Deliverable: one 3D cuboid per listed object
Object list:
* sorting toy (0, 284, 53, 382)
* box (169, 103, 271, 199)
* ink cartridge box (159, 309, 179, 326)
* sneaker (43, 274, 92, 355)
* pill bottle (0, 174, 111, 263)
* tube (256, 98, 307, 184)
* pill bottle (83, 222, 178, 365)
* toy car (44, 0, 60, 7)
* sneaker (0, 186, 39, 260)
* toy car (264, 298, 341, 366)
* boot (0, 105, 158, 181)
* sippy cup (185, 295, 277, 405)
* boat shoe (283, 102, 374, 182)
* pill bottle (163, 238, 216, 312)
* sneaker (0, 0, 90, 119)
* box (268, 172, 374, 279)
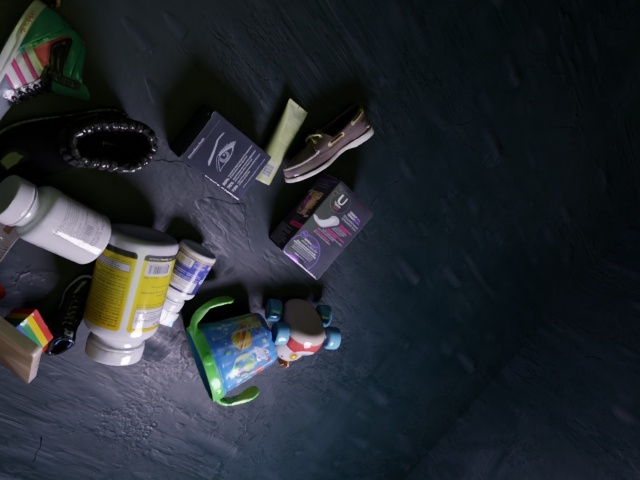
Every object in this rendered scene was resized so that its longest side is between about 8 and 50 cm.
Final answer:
[{"bbox_3d":[-0.725,0.184,1.144,0.257,0.255,0.089,40,50,-6],"label":"sorting toy"},{"bbox_3d":[-0.262,-0.231,1.332,0.153,0.108,0.207,-51,128,0],"label":"box"},{"bbox_3d":[-0.464,0.217,1.478,0.083,0.028,0.048,27,97,-37],"label":"ink cartridge box"},{"bbox_3d":[-0.638,0.204,1.306,0.079,0.121,0.217,30,95,-39],"label":"sneaker"},{"bbox_3d":[-0.602,-0.047,1.134,0.131,0.131,0.229,-51,141,-1],"label":"pill bottle"},{"bbox_3d":[-0.117,-0.275,1.436,0.062,0.070,0.240,28,94,-7],"label":"tube"},{"bbox_3d":[-0.495,0.138,1.301,0.187,0.188,0.334,11,100,-35],"label":"pill bottle"},{"bbox_3d":[-0.556,-0.545,1.035,0.040,0.060,0.122,-42,143,-49],"label":"toy car"},{"bbox_3d":[-0.736,-0.042,1.161,0.222,0.118,0.083,-61,143,-30],"label":"sneaker"},{"bbox_3d":[-0.086,0.337,1.674,0.219,0.210,0.238,9,121,-24],"label":"toy car"},{"bbox_3d":[-0.542,-0.195,1.081,0.347,0.260,0.131,-26,124,-19],"label":"boot"},{"bbox_3d":[-0.261,0.330,1.527,0.224,0.240,0.306,-20,145,-22],"label":"sippy cup"},{"bbox_3d":[0.014,-0.284,1.475,0.324,0.116,0.097,-36,122,-17],"label":"boat shoe"},{"bbox_3d":[-0.386,0.101,1.417,0.112,0.112,0.187,28,97,-38],"label":"pill bottle"},{"bbox_3d":[-0.591,-0.332,1.080,0.178,0.124,0.296,29,95,-28],"label":"sneaker"},{"bbox_3d":[0.000,-0.046,1.549,0.270,0.143,0.165,-49,118,-1],"label":"box"}]
